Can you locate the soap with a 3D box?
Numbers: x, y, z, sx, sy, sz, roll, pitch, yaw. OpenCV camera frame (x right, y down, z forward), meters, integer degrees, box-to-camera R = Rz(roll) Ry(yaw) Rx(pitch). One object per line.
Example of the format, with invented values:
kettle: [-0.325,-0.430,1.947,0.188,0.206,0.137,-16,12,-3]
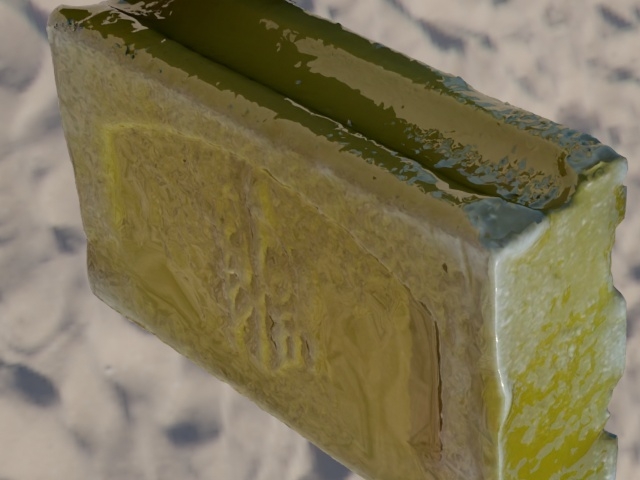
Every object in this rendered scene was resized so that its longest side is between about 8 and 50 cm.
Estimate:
soap: [0.000,0.000,0.818,0.091,0.315,0.199,-29,133,-33]
